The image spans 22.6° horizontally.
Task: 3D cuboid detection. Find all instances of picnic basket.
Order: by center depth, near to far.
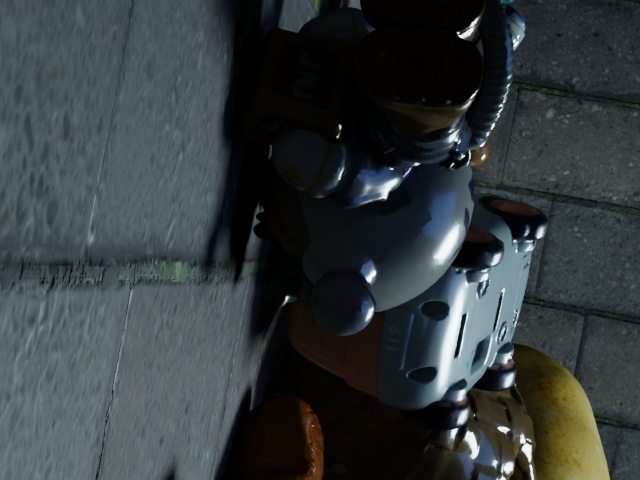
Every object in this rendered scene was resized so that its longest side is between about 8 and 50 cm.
[{"bbox_3d":[0.105,0.261,1.798,0.337,0.293,0.337,-15,90,-71],"label":"picnic basket"}]

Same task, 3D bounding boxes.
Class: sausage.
[{"bbox_3d":[-0.039,0.208,1.477,0.179,0.089,0.089,-75,174,-63],"label":"sausage"}]

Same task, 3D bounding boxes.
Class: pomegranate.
[{"bbox_3d":[0.192,0.308,2.074,0.416,0.417,0.416,10,90,-85],"label":"pomegranate"}]

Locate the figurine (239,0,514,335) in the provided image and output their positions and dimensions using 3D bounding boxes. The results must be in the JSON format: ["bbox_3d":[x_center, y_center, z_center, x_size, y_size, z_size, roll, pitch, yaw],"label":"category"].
[{"bbox_3d":[0.032,-0.063,1.191,0.382,0.186,0.261,100,7,-68],"label":"figurine"}]

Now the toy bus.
[{"bbox_3d":[0.084,0.051,1.590,0.288,0.232,0.194,-29,129,-62],"label":"toy bus"}]

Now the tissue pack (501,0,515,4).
[{"bbox_3d":[0.132,-0.361,1.620,0.271,0.192,0.134,88,15,-72],"label":"tissue pack"}]

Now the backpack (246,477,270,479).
[{"bbox_3d":[-0.070,0.300,1.155,0.206,0.133,0.258,-67,160,-84],"label":"backpack"}]

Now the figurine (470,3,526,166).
[{"bbox_3d":[0.111,-0.154,1.774,0.133,0.194,0.274,65,38,-61],"label":"figurine"}]
